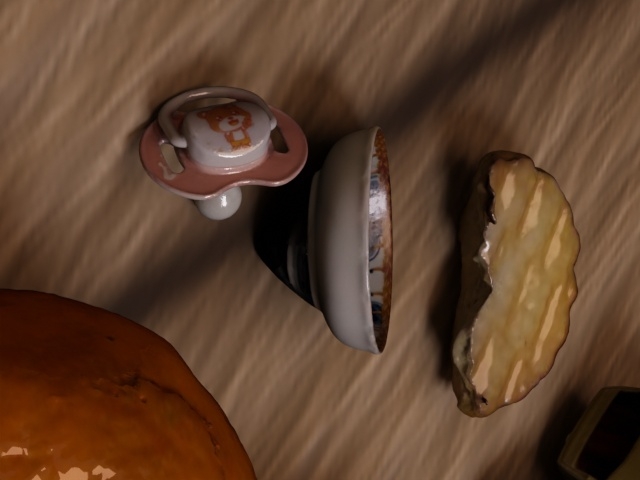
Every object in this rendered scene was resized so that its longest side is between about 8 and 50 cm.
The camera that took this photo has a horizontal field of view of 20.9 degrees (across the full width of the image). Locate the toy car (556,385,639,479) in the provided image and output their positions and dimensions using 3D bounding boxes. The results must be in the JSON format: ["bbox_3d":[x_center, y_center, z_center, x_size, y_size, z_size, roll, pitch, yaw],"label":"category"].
[{"bbox_3d":[0.275,0.217,1.327,0.101,0.124,0.256,-54,138,-20],"label":"toy car"}]

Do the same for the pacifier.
[{"bbox_3d":[-0.059,-0.046,1.016,0.099,0.081,0.078,-12,139,-18],"label":"pacifier"}]

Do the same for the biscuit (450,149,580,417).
[{"bbox_3d":[0.126,0.028,1.199,0.118,0.061,0.183,-3,100,-45],"label":"biscuit"}]

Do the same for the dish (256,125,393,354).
[{"bbox_3d":[0.000,0.000,1.072,0.141,0.078,0.141,0,90,-81],"label":"dish"}]

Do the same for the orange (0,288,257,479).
[{"bbox_3d":[-0.158,0.161,0.820,0.284,0.226,0.284,1,87,-28],"label":"orange"}]
